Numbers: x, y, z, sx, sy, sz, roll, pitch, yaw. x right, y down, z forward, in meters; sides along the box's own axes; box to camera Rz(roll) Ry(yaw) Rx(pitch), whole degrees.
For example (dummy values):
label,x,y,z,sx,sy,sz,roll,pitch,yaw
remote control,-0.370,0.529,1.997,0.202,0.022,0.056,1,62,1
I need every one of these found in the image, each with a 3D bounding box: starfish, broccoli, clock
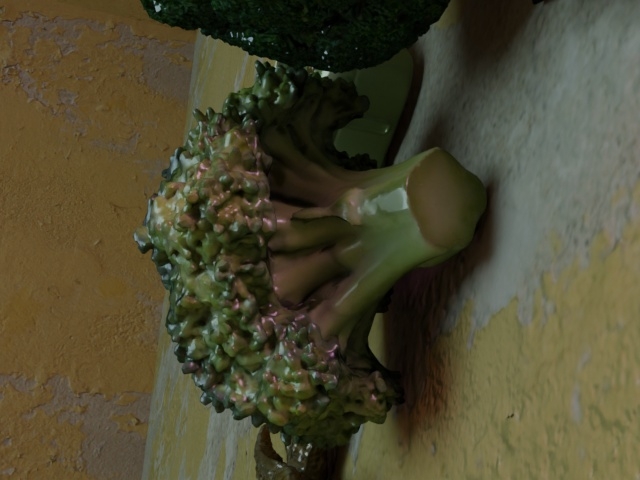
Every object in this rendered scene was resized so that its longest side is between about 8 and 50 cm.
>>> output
label,x,y,z,sx,sy,sz,roll,pitch,yaw
starfish,-0.043,0.226,0.948,0.375,0.094,0.327,126,163,-75
broccoli,-0.018,0.009,0.764,0.288,0.235,0.260,64,166,-1
clock,0.008,-0.162,1.045,0.308,0.096,0.235,-95,20,-50
broccoli,0.008,-0.260,0.720,0.275,0.308,0.308,64,164,-1

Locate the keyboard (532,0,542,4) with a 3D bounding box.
label,x,y,z,sx,sy,sz,roll,pitch,yaw
keyboard,0.170,-0.183,0.571,0.198,0.010,0.063,-176,99,-76
